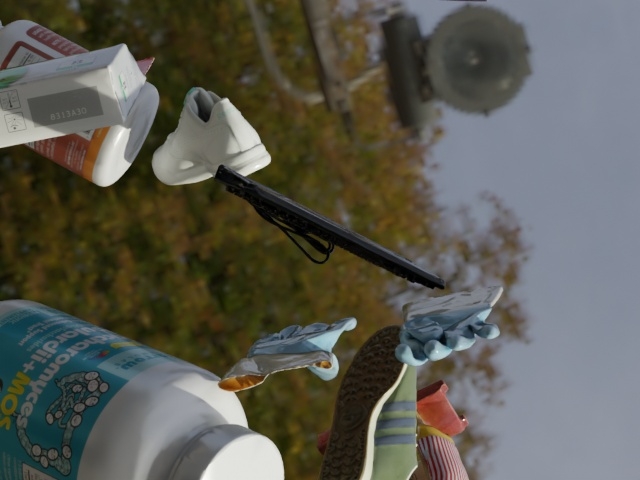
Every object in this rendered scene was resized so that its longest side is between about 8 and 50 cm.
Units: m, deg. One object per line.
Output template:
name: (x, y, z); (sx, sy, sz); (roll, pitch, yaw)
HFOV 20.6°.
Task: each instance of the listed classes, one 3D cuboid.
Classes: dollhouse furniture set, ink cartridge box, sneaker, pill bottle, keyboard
dollhouse furniture set: (0.138, 0.328, 1.940); (0.374, 0.152, 0.201); (56, 12, -59)
ink cartridge box: (-0.238, -0.129, 1.447); (0.225, 0.181, 0.056); (-87, 165, -70)
sneaker: (0.056, 0.177, 1.611); (0.064, 0.192, 0.086); (-9, -45, 34)
pill bottle: (-0.152, 0.142, 1.259); (0.264, 0.146, 0.146); (17, -58, 38)
sneaker: (-0.122, -0.112, 1.812); (0.212, 0.080, 0.094); (-1, -64, 61)
keyboard: (0.000, 0.000, 1.372); (0.038, 0.192, 0.100); (-61, -155, 2)
pill bottle: (-0.289, -0.156, 1.846); (0.216, 0.121, 0.121); (28, -43, 6)

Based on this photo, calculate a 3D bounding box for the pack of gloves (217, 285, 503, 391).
pack of gloves: (0.041, 0.086, 1.306); (0.232, 0.195, 0.046); (-45, 125, -81)
